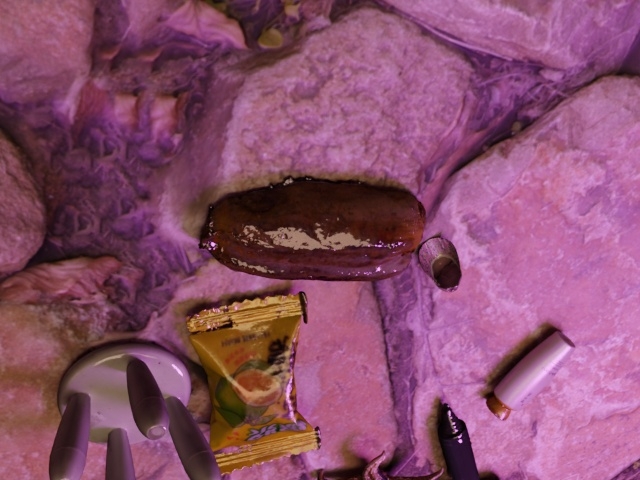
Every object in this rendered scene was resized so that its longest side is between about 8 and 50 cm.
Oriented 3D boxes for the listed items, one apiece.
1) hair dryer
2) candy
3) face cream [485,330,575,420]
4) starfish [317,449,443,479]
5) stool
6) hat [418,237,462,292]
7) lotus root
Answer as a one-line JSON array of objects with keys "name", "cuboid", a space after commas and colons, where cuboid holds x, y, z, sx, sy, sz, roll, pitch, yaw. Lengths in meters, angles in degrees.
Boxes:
[{"name": "hair dryer", "cuboid": [0.241, 0.428, 1.621, 0.189, 0.107, 0.352, -20, 119, -2]}, {"name": "candy", "cuboid": [-0.095, 0.218, 1.361, 0.187, 0.081, 0.297, -10, 115, -13]}, {"name": "face cream", "cuboid": [0.359, 0.233, 1.540, 0.072, 0.051, 0.182, 27, 112, -36]}, {"name": "starfish", "cuboid": [0.102, 0.436, 1.592, 0.237, 0.057, 0.213, -17, 138, 2]}, {"name": "stool", "cuboid": [-0.269, 0.273, 1.264, 0.195, 0.199, 0.195, -29, 126, 4]}, {"name": "hat", "cuboid": [0.183, 0.036, 1.359, 0.058, 0.042, 0.087, -32, 93, 1]}, {"name": "lotus root", "cuboid": [-0.001, 0.000, 1.243, 0.329, 0.078, 0.167, -1, 122, -18]}]
